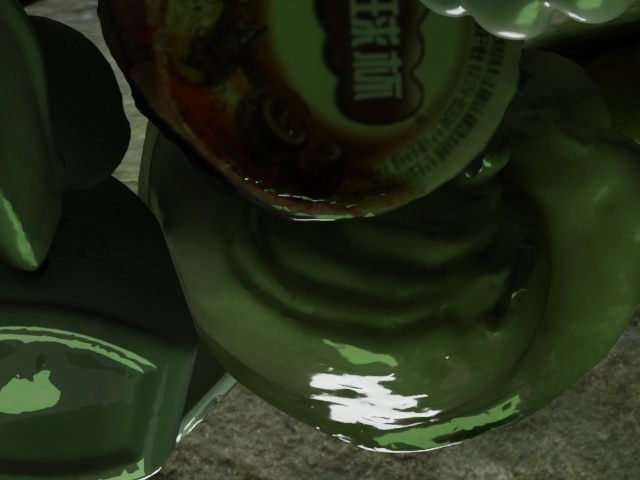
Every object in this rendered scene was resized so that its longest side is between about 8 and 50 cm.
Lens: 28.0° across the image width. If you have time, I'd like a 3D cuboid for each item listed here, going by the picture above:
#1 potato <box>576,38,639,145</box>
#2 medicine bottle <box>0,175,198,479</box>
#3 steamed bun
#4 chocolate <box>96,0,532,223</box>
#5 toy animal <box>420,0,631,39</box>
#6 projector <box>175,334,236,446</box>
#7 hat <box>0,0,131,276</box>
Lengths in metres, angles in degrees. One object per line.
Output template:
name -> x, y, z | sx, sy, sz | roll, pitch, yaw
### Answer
potato -> 0.280, -0.101, 1.076 | 0.298, 0.141, 0.176 | -4, 158, 15
medicine bottle -> -0.166, 0.021, 0.714 | 0.161, 0.111, 0.296 | 8, -159, -19
steamed bun -> 0.053, 0.006, 0.888 | 0.339, 0.247, 0.352 | -8, -159, -14
chocolate -> -0.010, -0.112, 0.697 | 0.221, 0.221, 0.147 | -6, -174, -14
toy animal -> 0.056, -0.161, 0.434 | 0.204, 0.156, 0.208 | 21, 156, -41
projector -> -0.165, 0.112, 1.467 | 0.242, 0.177, 0.163 | -45, 176, -14
hat -> -0.215, -0.107, 0.661 | 0.258, 0.168, 0.301 | 11, -161, 13
